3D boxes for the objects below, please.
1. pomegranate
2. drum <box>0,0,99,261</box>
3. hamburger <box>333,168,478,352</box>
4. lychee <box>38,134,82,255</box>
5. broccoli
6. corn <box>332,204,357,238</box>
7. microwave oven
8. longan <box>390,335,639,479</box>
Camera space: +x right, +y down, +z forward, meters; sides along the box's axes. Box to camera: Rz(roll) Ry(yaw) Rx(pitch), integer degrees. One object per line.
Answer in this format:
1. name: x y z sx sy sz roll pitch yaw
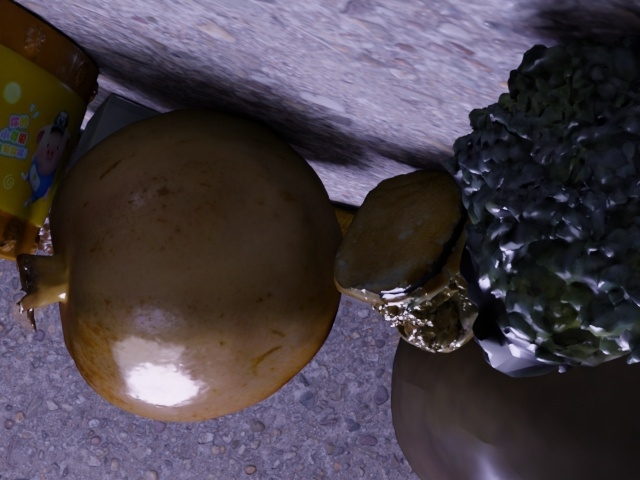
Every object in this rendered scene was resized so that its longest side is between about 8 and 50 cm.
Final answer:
1. pomegranate: -0.134 0.028 0.987 0.319 0.319 0.319 20 174 2
2. drum: -0.439 -0.143 0.975 0.431 0.214 0.431 19 175 2
3. hamburger: 0.109 0.018 0.898 0.131 0.159 0.185 41 155 -29
4. lychee: -0.408 -0.077 1.570 0.238 0.200 0.200 31 -177 41
5. broccoli: 0.200 -0.007 0.542 0.304 0.165 0.145 8 152 -41
6. corn: -0.001 -0.004 1.351 0.312 0.102 0.102 10 169 38
7. microwave oven: -0.235 -0.070 1.215 0.122 0.162 0.208 21 170 -18
8. longan: 0.237 0.155 1.035 0.360 0.361 0.361 20 174 2
